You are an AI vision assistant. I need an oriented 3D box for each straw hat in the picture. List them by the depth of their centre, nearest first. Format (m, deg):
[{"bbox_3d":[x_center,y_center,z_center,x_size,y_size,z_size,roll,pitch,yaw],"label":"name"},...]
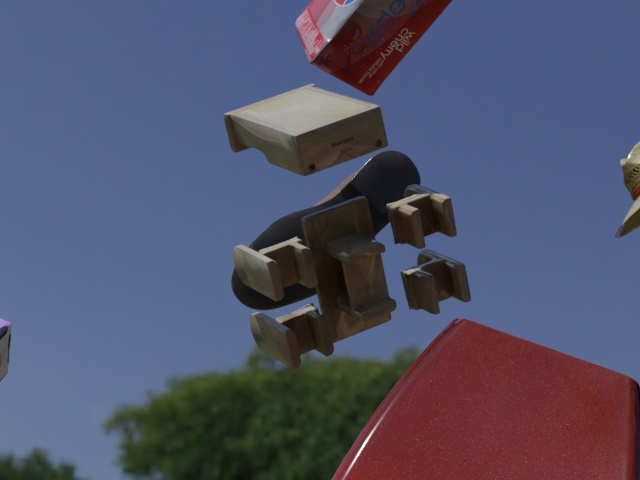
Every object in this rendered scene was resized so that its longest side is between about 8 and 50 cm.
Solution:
[{"bbox_3d":[0.337,-0.069,1.871,0.144,0.061,0.144,-35,-13,-9],"label":"straw hat"}]

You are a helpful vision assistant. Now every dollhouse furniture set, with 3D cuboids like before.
[{"bbox_3d":[0.006,-0.022,1.891,0.212,0.242,0.161,-20,21,-22],"label":"dollhouse furniture set"}]

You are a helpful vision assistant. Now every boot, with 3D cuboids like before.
[{"bbox_3d":[0.000,0.000,2.455,0.112,0.305,0.115,53,-23,-1],"label":"boot"}]

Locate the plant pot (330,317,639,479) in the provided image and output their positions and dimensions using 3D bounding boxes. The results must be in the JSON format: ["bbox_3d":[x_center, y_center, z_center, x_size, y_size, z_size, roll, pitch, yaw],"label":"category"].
[{"bbox_3d":[0.161,0.231,1.670,0.267,0.236,0.267,20,-28,9],"label":"plant pot"}]

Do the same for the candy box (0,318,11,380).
[{"bbox_3d":[-0.418,0.130,1.774,0.165,0.196,0.070,21,-50,12],"label":"candy box"}]

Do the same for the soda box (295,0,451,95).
[{"bbox_3d":[0.090,-0.283,1.928,0.092,0.083,0.263,25,-63,-35],"label":"soda box"}]
